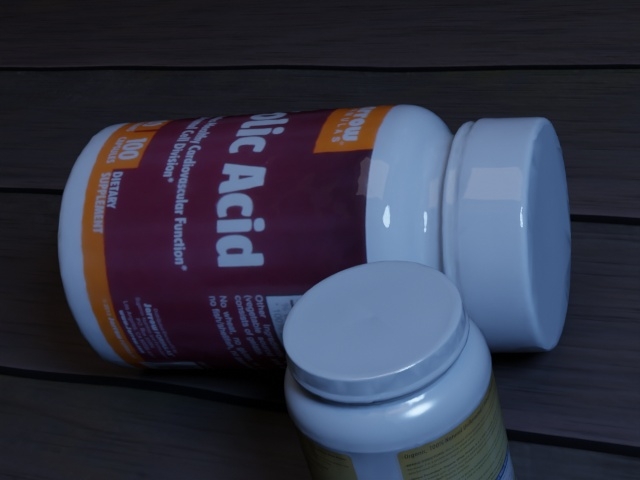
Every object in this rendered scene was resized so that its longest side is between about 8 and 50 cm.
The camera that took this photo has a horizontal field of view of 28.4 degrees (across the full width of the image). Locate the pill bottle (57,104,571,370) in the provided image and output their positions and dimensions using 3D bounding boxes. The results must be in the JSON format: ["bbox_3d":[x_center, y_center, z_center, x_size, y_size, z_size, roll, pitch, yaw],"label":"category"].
[{"bbox_3d":[0.000,0.000,1.071,0.392,0.224,0.224,-2,37,21],"label":"pill bottle"}]

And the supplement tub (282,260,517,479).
[{"bbox_3d":[0.056,0.129,0.889,0.144,0.199,0.144,-11,35,8],"label":"supplement tub"}]
